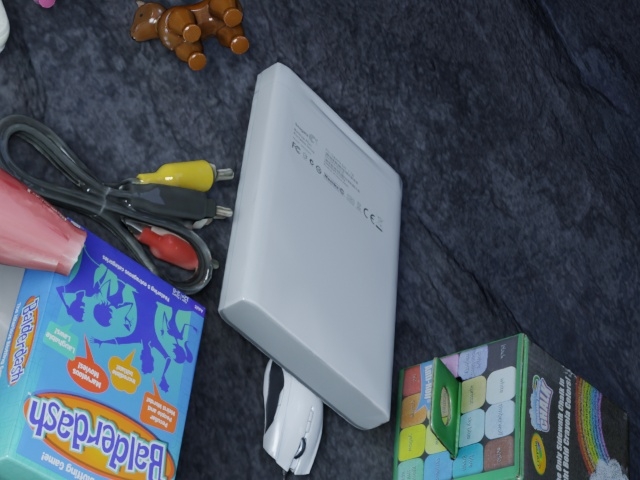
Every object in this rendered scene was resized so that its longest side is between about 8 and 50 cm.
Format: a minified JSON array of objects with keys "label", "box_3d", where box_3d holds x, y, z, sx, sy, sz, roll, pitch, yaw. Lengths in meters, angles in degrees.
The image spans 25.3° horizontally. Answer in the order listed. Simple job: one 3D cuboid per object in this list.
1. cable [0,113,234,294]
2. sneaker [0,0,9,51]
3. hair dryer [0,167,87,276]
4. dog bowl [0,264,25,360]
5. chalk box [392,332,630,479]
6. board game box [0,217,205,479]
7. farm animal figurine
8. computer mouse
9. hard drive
[{"label":"cable","box_3d":[-0.198,-0.029,1.353,0.287,0.072,0.139,12,80,-36]},{"label":"sneaker","box_3d":[-0.347,-0.289,1.217,0.292,0.118,0.110,61,35,-12]},{"label":"hair dryer","box_3d":[-0.285,-0.071,1.100,0.293,0.080,0.223,42,30,25]},{"label":"dog bowl","box_3d":[-0.271,0.143,1.108,0.349,0.102,0.349,27,53,-42]},{"label":"chalk box","box_3d":[0.197,0.231,1.604,0.289,0.179,0.180,35,48,-36]},{"label":"board game box","box_3d":[-0.175,0.111,1.121,0.160,0.047,0.210,36,47,-37]},{"label":"farm animal figurine","box_3d":[-0.164,-0.350,1.394,0.330,0.327,0.172,41,8,-37]},{"label":"computer mouse","box_3d":[-0.026,0.198,1.445,0.106,0.042,0.193,27,53,-41]},{"label":"hard drive","box_3d":[0.000,0.000,1.539,0.233,0.047,0.353,42,36,-32]}]
